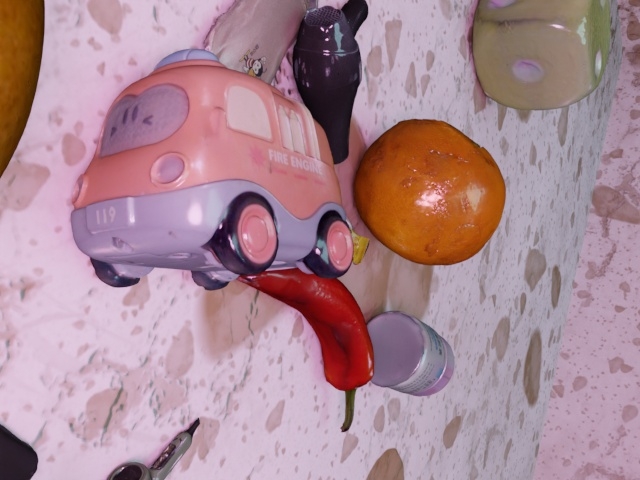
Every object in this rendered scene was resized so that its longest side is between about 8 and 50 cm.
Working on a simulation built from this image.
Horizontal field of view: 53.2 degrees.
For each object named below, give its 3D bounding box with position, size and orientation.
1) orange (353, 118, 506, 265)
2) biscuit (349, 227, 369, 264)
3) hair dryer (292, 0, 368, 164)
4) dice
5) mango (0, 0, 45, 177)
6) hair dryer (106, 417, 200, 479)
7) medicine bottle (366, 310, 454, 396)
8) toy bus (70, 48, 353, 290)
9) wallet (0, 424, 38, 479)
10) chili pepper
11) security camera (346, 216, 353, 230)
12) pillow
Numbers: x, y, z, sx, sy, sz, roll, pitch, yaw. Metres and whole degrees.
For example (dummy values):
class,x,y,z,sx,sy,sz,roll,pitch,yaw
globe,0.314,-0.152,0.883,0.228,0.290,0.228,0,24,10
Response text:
class,x,y,z,sx,sy,sz,roll,pitch,yaw
orange,0.171,-0.076,1.012,0.240,0.240,0.239,-16,109,-55
biscuit,-0.029,-0.050,0.861,0.292,0.026,0.048,37,61,-39
hair dryer,0.040,-0.266,0.915,0.235,0.091,0.271,83,24,-50
dice,0.496,-0.459,1.427,0.249,0.252,0.254,-65,144,-28
mango,-0.274,-0.155,0.334,0.264,0.221,0.377,32,59,-50
hair dryer,-0.179,0.254,0.724,0.150,0.047,0.071,-52,139,-54
medicine bottle,0.155,0.206,1.136,0.168,0.135,0.135,36,66,-54
toy bus,-0.096,-0.066,0.649,0.288,0.194,0.232,11,77,-55
wallet,-0.334,0.157,0.464,0.146,0.030,0.285,-61,141,-33
chili pepper,0.001,0.131,0.946,0.137,0.092,0.368,-44,127,-19
security camera,0.000,0.000,0.943,0.092,0.058,0.058,-35,125,-36
pillow,-0.067,-0.267,0.786,0.232,0.038,0.130,-65,148,-24
